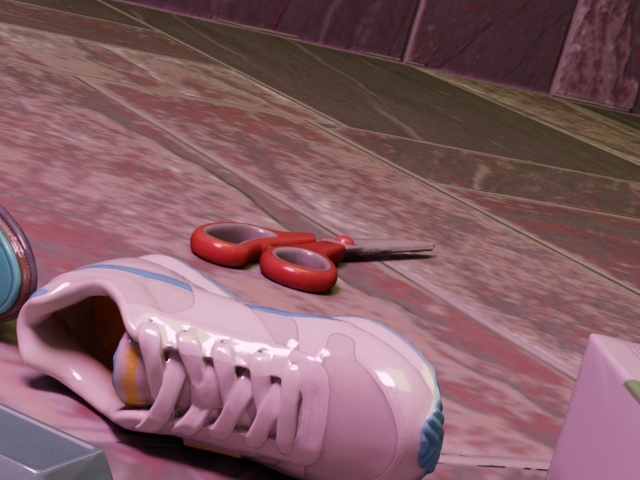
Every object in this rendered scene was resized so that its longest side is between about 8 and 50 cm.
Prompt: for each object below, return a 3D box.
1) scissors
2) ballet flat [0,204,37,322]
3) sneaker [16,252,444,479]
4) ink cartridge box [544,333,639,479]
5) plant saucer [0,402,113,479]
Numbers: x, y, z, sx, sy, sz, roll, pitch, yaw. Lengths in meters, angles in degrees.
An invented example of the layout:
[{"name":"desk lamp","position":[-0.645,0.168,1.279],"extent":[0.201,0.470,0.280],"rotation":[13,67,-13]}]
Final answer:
[{"name":"scissors","position":[0.000,0.000,1.382],"extent":[0.109,0.021,0.297],"rotation":[18,13,18]},{"name":"ballet flat","position":[-0.216,-0.009,1.008],"extent":[0.203,0.074,0.074],"rotation":[20,12,31]},{"name":"sneaker","position":[-0.045,0.069,0.862],"extent":[0.228,0.087,0.092],"rotation":[16,16,36]},{"name":"ink cartridge box","position":[0.238,0.132,0.905],"extent":[0.212,0.093,0.154],"rotation":[12,13,-11]},{"name":"plant saucer","position":[-0.184,0.071,0.799],"extent":[0.192,0.018,0.067],"rotation":[21,13,20]}]
